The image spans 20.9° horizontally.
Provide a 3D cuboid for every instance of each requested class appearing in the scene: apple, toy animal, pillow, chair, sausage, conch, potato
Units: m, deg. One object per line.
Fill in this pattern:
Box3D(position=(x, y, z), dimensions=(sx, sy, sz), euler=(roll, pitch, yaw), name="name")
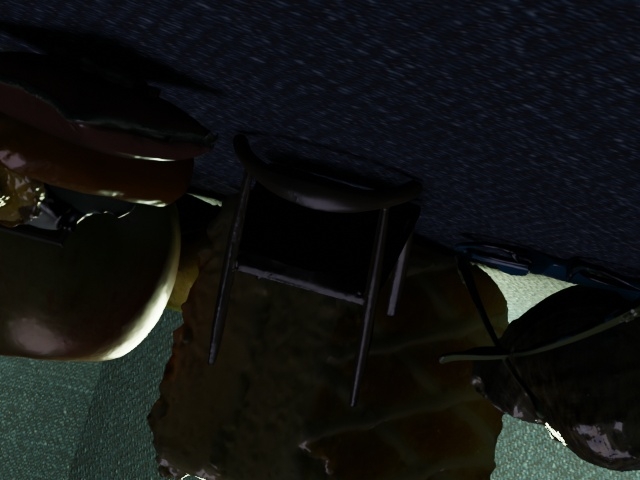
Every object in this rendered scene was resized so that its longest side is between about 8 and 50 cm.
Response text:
Box3D(position=(-0.325, 0.014, 2.123), dimensions=(0.319, 0.277, 0.319), euler=(14, 175, 1), name="apple")
Box3D(position=(-0.314, -0.077, 1.884), dimensions=(0.179, 0.138, 0.166), euler=(6, 146, 40), name="toy animal")
Box3D(position=(-0.198, -0.118, 1.457), dimensions=(0.179, 0.075, 0.171), euler=(19, -176, 37), name="pillow")
Box3D(position=(0.000, 0.000, 1.734), dimensions=(0.188, 0.166, 0.272), euler=(16, 132, 9), name="chair")
Box3D(position=(-0.216, -0.093, 1.636), dimensions=(0.238, 0.098, 0.098), euler=(13, 179, -44), name="sausage")
Box3D(position=(0.307, 0.147, 1.954), dimensions=(0.291, 0.210, 0.159), euler=(10, 172, 17), name="conch")
Box3D(position=(-0.176, 0.013, 2.304), dimensions=(0.169, 0.143, 0.248), euler=(-24, -142, -39), name="potato")

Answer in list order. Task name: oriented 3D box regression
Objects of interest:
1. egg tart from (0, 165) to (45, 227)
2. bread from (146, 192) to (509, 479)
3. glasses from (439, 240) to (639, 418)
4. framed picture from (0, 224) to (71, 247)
Box3D(position=(-0.404, -0.090, 1.694), dimensions=(0.288, 0.118, 0.288), euler=(21, 155, 11), name="egg tart")
Box3D(position=(0.024, 0.169, 2.172), dimensions=(0.279, 0.371, 0.390), euler=(10, 171, 43), name="bread")
Box3D(position=(0.228, 0.079, 1.861), dimensions=(0.239, 0.207, 0.102), euler=(11, 136, 30), name="glasses")
Box3D(position=(-0.304, -0.066, 1.965), dimensions=(0.109, 0.149, 0.011), euler=(15, 152, 22), name="framed picture")
